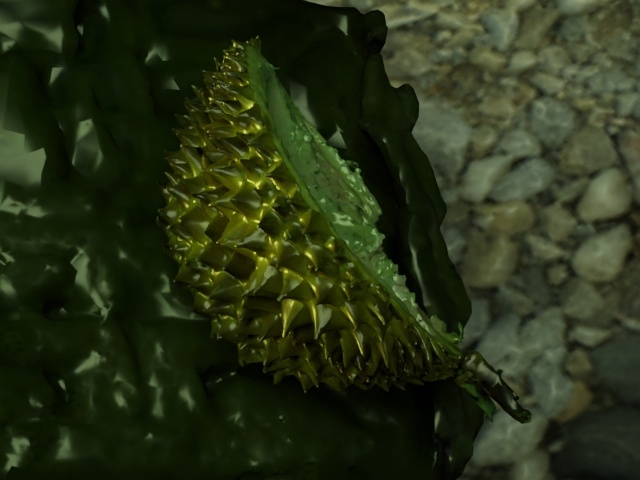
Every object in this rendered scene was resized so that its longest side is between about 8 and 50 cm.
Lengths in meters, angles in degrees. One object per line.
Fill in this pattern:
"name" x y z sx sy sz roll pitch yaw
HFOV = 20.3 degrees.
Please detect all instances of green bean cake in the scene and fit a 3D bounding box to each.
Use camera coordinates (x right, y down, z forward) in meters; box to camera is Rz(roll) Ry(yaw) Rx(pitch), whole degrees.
"green bean cake" -0.116 0.025 0.850 0.319 0.218 0.335 0 57 -21

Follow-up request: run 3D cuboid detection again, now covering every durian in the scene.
"durian" 0.000 0.000 0.742 0.100 0.086 0.215 -17 65 -36
